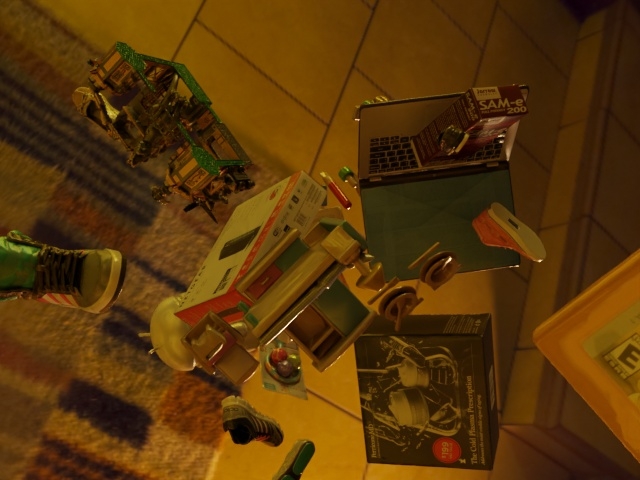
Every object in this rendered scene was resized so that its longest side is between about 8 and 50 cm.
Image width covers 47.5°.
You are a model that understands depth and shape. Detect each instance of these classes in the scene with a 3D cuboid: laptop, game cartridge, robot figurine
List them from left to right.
[{"bbox_3d":[-0.293,0.223,1.920,0.353,0.300,0.200,-14,97,-21],"label":"robot figurine"},{"bbox_3d":[0.293,-0.120,1.705,0.382,0.408,0.236,-8,57,-3],"label":"laptop"},{"bbox_3d":[0.412,0.108,0.690,0.285,0.323,0.053,50,37,12],"label":"game cartridge"}]

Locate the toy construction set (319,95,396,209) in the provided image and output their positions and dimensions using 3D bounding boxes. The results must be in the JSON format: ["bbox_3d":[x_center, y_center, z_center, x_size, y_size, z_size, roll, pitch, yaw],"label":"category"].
[{"bbox_3d":[0.135,-0.246,1.977,0.309,0.257,0.237,-30,57,-11],"label":"toy construction set"}]

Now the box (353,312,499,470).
[{"bbox_3d":[0.266,0.366,1.796,0.179,0.312,0.343,-33,118,-67],"label":"box"}]

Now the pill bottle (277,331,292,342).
[{"bbox_3d":[-0.046,0.183,1.803,0.152,0.086,0.086,-30,98,-31],"label":"pill bottle"}]

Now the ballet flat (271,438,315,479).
[{"bbox_3d":[-0.069,0.494,1.539,0.168,0.052,0.057,-51,118,-28],"label":"ballet flat"}]

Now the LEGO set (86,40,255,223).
[{"bbox_3d":[-0.287,-0.165,1.268,0.331,0.192,0.255,51,20,0],"label":"LEGO set"}]

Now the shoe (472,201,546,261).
[{"bbox_3d":[0.439,-0.006,1.702,0.178,0.081,0.063,43,47,-1],"label":"shoe"}]

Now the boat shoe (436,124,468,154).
[{"bbox_3d":[0.227,-0.178,1.270,0.042,0.133,0.049,32,97,1],"label":"boat shoe"}]

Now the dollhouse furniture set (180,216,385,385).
[{"bbox_3d":[-0.027,0.135,1.053,0.286,0.303,0.198,-46,101,-8],"label":"dollhouse furniture set"}]

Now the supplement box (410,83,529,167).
[{"bbox_3d":[0.309,-0.238,1.536,0.130,0.239,0.073,-11,76,-27],"label":"supplement box"}]

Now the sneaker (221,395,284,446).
[{"bbox_3d":[-0.137,0.376,1.430,0.170,0.063,0.075,47,34,-35],"label":"sneaker"}]

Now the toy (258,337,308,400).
[{"bbox_3d":[-0.101,0.326,2.016,0.137,0.056,0.237,19,26,-22],"label":"toy"}]

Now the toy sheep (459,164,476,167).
[{"bbox_3d":[0.402,-0.230,1.990,0.091,0.091,0.132,46,68,-21],"label":"toy sheep"}]

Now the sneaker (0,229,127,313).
[{"bbox_3d":[-0.458,0.049,1.220,0.178,0.295,0.124,17,72,-37],"label":"sneaker"}]

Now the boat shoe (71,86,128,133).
[{"bbox_3d":[-0.464,-0.266,1.501,0.153,0.056,0.048,40,30,15],"label":"boat shoe"}]

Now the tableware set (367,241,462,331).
[{"bbox_3d":[0.200,0.097,1.451,0.128,0.194,0.039,36,16,-48],"label":"tableware set"}]

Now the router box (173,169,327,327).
[{"bbox_3d":[-0.159,0.030,1.634,0.082,0.301,0.335,40,56,-21],"label":"router box"}]

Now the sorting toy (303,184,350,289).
[{"bbox_3d":[0.000,0.000,2.163,0.047,0.196,0.347,-35,113,-64],"label":"sorting toy"}]
